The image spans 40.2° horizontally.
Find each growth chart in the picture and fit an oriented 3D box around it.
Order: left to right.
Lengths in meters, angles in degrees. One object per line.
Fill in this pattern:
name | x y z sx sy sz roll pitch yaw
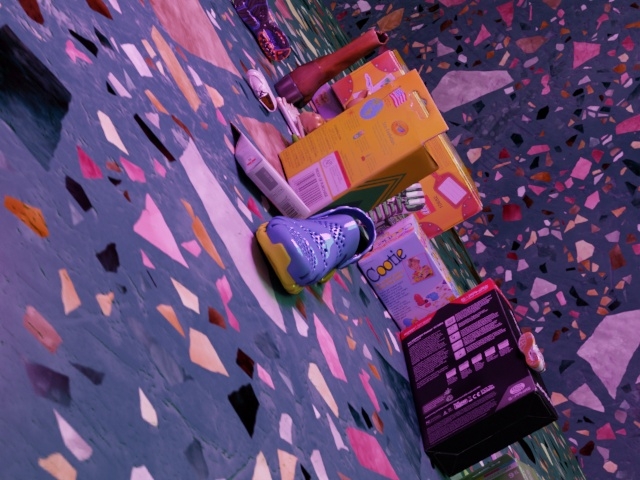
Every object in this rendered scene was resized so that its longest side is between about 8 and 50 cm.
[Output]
growth chart | -0.027 -0.244 2.052 0.172 0.021 0.237 63 14 19

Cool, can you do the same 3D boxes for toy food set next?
toy food set | -0.024 -0.164 1.877 0.192 0.038 0.132 59 13 -56

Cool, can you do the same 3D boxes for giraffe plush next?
giraffe plush | 0.072 -0.258 2.005 0.181 0.170 0.210 56 11 -5

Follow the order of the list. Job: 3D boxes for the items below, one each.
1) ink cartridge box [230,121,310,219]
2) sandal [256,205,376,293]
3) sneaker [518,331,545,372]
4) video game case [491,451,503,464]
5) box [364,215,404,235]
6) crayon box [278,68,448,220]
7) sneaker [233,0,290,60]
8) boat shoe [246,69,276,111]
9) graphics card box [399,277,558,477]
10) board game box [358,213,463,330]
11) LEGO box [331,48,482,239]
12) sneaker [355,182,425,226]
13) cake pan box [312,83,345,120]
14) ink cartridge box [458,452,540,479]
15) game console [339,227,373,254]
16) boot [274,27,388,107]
ink cartridge box | -0.102 -0.117 1.514 0.145 0.045 0.179 48 -1 -36
sandal | 0.000 0.000 1.383 0.126 0.138 0.317 62 15 3
sneaker | 0.376 0.201 1.551 0.037 0.032 0.083 44 27 -33
video game case | 0.411 0.490 2.069 0.087 0.011 0.122 48 18 -38
box | 0.152 -0.070 2.241 0.270 0.060 0.216 46 18 -44
crayon box | 0.089 -0.164 1.657 0.081 0.318 0.202 46 19 -44
sneaker | -0.151 -0.548 2.176 0.221 0.083 0.087 64 2 -11
boat shoe | -0.123 -0.312 1.831 0.100 0.035 0.035 59 9 -28
graphics card box | 0.290 0.251 1.674 0.094 0.232 0.371 51 15 -24
board game box | 0.214 0.106 1.903 0.275 0.144 0.142 57 13 -13
LEGO box | 0.254 -0.289 2.514 0.500 0.193 0.372 58 13 -8
sneaker | 0.085 -0.070 1.935 0.281 0.162 0.107 -3 79 -37
cake pan box | 0.092 -0.286 2.477 0.245 0.070 0.267 26 35 -63
ink cartridge box | 0.356 0.478 1.687 0.209 0.109 0.062 39 23 -55
game console | 0.042 -0.033 1.750 0.122 0.107 0.071 50 45 -33
boot | 0.034 -0.438 2.131 0.096 0.280 0.264 59 13 1
